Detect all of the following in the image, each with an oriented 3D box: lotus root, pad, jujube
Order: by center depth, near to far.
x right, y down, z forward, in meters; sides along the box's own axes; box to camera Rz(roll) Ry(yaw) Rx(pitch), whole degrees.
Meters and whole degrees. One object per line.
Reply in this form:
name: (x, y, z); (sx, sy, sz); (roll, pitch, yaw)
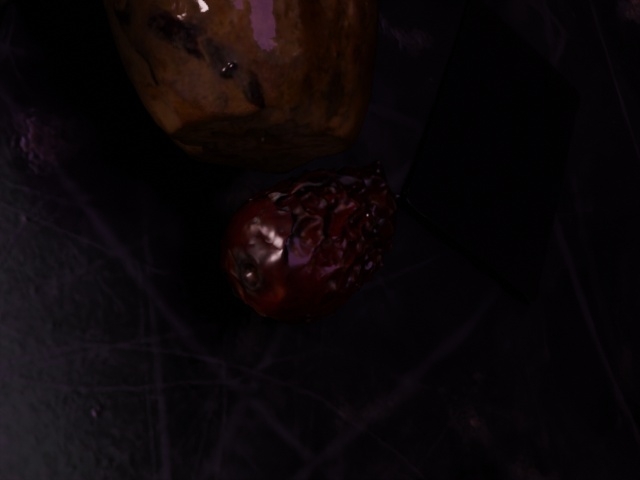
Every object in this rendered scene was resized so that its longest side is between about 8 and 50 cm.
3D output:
lotus root: (-0.071, -0.187, 0.738); (0.193, 0.193, 0.290); (1, 72, -39)
jujube: (-0.002, 0.003, 0.775); (0.166, 0.104, 0.104); (-19, 85, -52)
pad: (0.162, -0.089, 1.000); (0.159, 0.009, 0.265); (37, 52, -22)

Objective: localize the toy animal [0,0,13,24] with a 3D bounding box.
toy animal: (-0.232, -0.050, 0.575); (0.114, 0.146, 0.245); (41, 50, -11)
